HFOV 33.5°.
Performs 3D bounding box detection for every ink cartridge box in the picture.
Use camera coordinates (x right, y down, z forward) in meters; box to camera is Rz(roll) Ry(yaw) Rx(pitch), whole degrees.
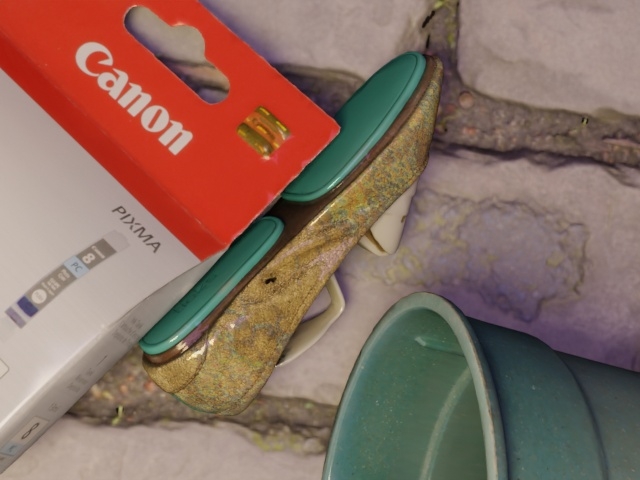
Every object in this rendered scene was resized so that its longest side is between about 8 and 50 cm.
[{"bbox_3d":[-0.223,-0.061,0.817,0.308,0.091,0.385,43,81,13],"label":"ink cartridge box"}]

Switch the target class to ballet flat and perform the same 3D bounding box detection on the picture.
[{"bbox_3d":[0.000,0.000,0.874,0.123,0.123,0.348,41,79,-1],"label":"ballet flat"}]

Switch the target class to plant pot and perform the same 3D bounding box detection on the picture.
[{"bbox_3d":[0.201,0.229,0.772,0.334,0.341,0.341,9,82,-14],"label":"plant pot"}]
